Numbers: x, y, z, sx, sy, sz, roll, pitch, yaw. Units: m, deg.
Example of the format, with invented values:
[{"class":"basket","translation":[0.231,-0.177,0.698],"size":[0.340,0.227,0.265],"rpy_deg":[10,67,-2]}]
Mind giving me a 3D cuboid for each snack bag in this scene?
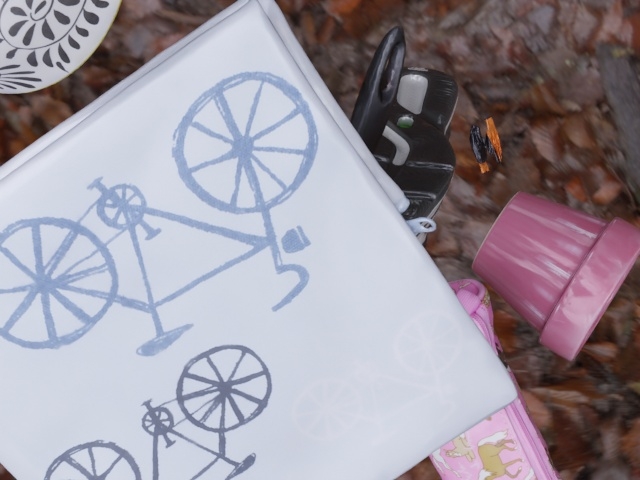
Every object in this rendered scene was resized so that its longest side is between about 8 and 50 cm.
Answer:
[{"class":"snack bag","translation":[-0.071,0.064,0.774],"size":[0.323,0.037,0.342],"rpy_deg":[-36,108,3]}]

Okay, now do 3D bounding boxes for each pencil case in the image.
[{"class":"pencil case","translation":[0.209,0.238,1.513],"size":[0.167,0.160,0.386],"rpy_deg":[-24,106,13]}]

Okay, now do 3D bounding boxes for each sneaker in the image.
[{"class":"sneaker","translation":[0.099,-0.028,1.591],"size":[0.169,0.447,0.257],"rpy_deg":[9,126,13]}]

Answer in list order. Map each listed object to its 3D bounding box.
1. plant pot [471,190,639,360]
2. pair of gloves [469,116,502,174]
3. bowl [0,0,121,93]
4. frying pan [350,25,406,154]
[{"class":"plant pot","translation":[0.313,0.032,1.588],"size":[0.180,0.201,0.201],"rpy_deg":[33,96,15]},{"class":"pair of gloves","translation":[0.244,-0.140,1.737],"size":[0.010,0.083,0.074],"rpy_deg":[-10,101,37]},{"class":"bowl","translation":[-0.184,-0.156,0.586],"size":[0.170,0.080,0.170],"rpy_deg":[5,101,27]},{"class":"frying pan","translation":[-0.020,0.015,0.868],"size":[0.053,0.197,0.326],"rpy_deg":[29,137,34]}]
